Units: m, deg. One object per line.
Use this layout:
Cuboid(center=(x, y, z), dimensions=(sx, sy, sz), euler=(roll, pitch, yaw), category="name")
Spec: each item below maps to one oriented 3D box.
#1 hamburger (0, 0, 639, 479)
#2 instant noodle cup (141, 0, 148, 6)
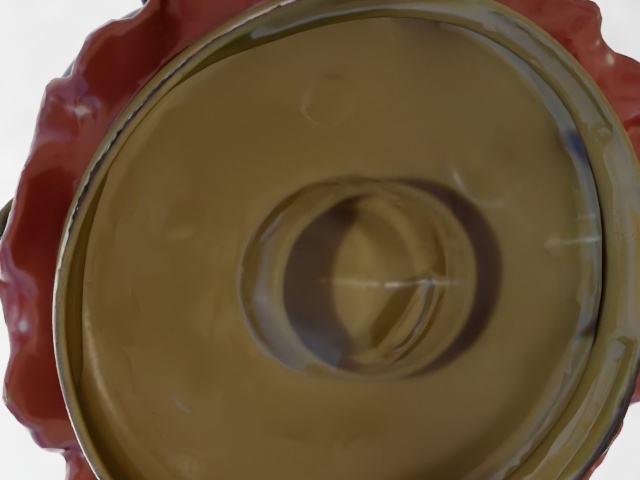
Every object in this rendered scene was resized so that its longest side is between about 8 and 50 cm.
Cuboid(center=(-0.002, 0.003, 0.505), dimensions=(0.137, 0.175, 0.175), euler=(-136, 22, -76), category="hamburger")
Cuboid(center=(0.023, -0.128, 0.750), dimensions=(0.125, 0.177, 0.208), euler=(135, 129, -72), category="instant noodle cup")
